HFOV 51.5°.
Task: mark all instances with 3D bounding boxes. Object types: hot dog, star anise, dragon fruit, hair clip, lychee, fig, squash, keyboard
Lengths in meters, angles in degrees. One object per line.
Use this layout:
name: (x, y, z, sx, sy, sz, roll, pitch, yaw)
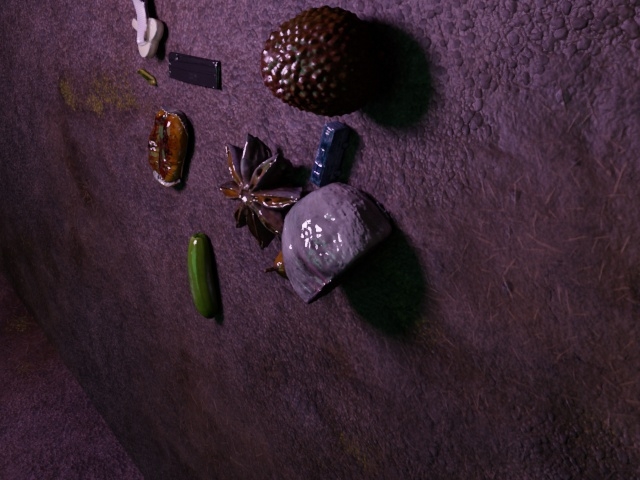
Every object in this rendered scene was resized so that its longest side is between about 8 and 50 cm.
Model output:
hot dog: (-0.487, -0.298, 2.101, 0.162, 0.081, 0.270, 45, 134, 29)
star anise: (-0.156, -0.132, 1.778, 0.331, 0.117, 0.332, 29, 133, 36)
dragon fruit: (0.000, 0.000, 1.578, 0.221, 0.204, 0.283, 56, 136, 11)
hair clip: (-0.543, -0.667, 2.030, 0.159, 0.071, 0.219, 1, 100, 50)
lychee: (0.007, -0.378, 1.408, 0.236, 0.271, 0.236, 176, 90, -74)
fig: (-0.071, 0.049, 1.740, 0.119, 0.153, 0.119, -13, 67, 35)
squash: (-0.386, 0.118, 2.146, 0.082, 0.082, 0.293, 10, 112, 45)
keyboard: (-0.373, -0.498, 1.947, 0.250, 0.017, 0.087, 22, 119, 40)

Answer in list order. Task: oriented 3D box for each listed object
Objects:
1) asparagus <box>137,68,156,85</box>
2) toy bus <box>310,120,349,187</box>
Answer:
asparagus: (-0.564, -0.530, 2.138, 0.108, 0.025, 0.021, 40, 140, 31)
toy bus: (0.021, -0.204, 1.590, 0.047, 0.065, 0.166, 40, 130, 32)
